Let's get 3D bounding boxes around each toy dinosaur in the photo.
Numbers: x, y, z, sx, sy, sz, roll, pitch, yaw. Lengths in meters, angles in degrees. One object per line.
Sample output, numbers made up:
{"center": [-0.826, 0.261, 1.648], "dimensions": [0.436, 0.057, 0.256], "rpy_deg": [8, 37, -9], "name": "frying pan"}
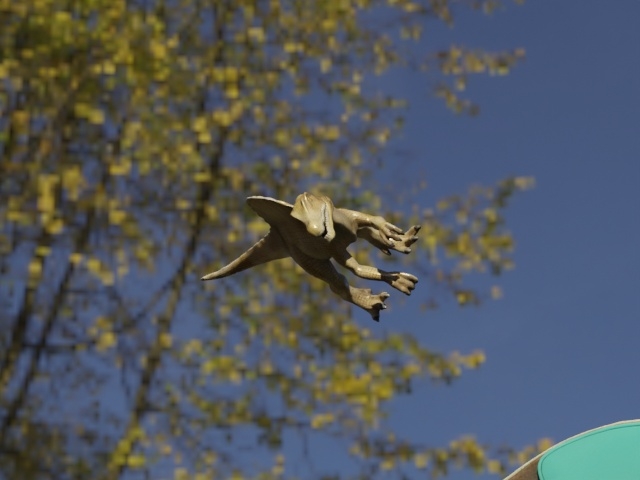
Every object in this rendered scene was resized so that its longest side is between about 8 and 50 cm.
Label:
{"center": [0.000, 0.000, 0.944], "dimensions": [0.093, 0.053, 0.183], "rpy_deg": [25, -16, -11], "name": "toy dinosaur"}

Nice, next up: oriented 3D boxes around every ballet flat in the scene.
{"center": [0.116, 0.139, 0.917], "dimensions": [0.168, 0.057, 0.052], "rpy_deg": [-23, -35, 7], "name": "ballet flat"}
